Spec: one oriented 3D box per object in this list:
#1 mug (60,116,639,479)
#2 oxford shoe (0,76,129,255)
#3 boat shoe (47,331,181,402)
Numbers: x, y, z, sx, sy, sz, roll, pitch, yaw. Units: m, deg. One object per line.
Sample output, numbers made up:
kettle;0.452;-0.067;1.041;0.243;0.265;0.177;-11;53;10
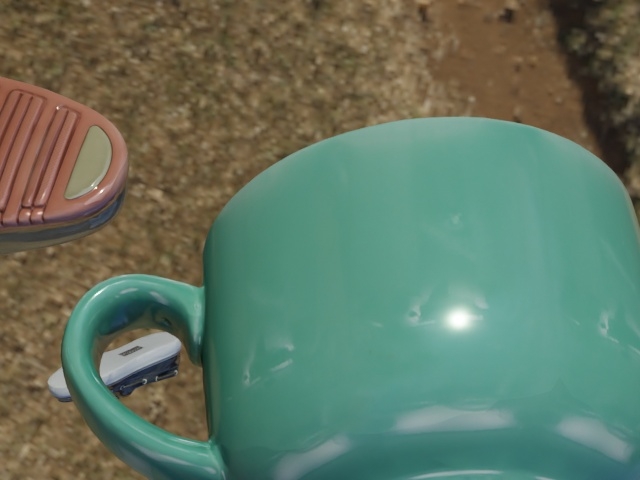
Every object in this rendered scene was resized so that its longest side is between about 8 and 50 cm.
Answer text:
mug;0.021;0.047;0.427;0.129;0.158;0.097;40;35;-45
oxford shoe;-0.301;-0.028;1.130;0.146;0.397;0.140;61;39;-46
boat shoe;-0.180;0.122;1.345;0.142;0.049;0.040;-20;114;-41
